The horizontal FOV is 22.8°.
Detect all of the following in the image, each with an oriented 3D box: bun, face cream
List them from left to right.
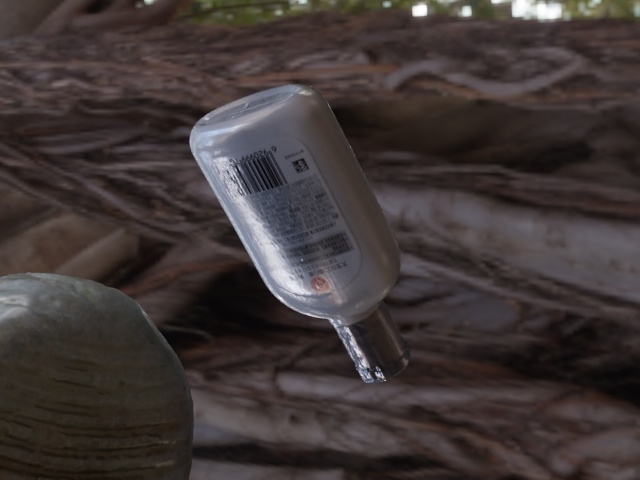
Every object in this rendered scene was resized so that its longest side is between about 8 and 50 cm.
[{"bbox_3d":[-0.264,0.195,1.287,0.362,0.211,0.362,-12,-72,-40],"label":"bun"},{"bbox_3d":[0.000,0.000,1.435,0.291,0.144,0.071,61,-146,-21],"label":"face cream"}]
